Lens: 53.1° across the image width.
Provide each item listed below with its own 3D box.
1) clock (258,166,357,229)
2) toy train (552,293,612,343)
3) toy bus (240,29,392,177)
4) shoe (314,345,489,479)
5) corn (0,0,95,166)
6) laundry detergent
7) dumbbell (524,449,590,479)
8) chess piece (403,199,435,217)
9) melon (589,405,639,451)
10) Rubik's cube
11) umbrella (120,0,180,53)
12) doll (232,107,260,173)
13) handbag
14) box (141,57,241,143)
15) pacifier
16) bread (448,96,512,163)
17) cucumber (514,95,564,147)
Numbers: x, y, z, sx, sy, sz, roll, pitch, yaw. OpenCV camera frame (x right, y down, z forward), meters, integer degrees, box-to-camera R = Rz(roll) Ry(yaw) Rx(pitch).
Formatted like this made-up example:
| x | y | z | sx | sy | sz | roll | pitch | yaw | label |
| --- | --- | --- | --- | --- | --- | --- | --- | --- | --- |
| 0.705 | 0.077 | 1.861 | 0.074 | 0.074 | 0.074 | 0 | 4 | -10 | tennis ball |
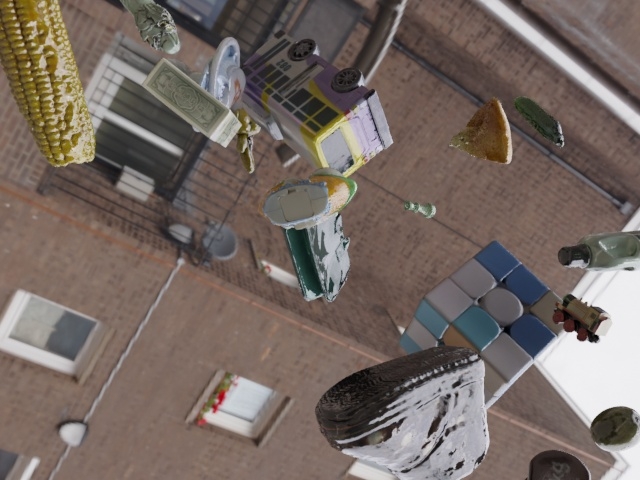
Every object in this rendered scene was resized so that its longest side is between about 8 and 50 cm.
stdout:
| x | y | z | sx | sy | sz | roll | pitch | yaw | label |
| --- | --- | --- | --- | --- | --- | --- | --- | --- | --- |
| -0.028 | -0.086 | 1.300 | 0.230 | 0.103 | 0.144 | -11 | -170 | 25 | clock |
| 0.593 | 0.175 | 1.459 | 0.138 | 0.050 | 0.087 | 46 | -62 | 53 | toy train |
| -0.037 | -0.366 | 1.737 | 0.249 | 0.209 | 0.440 | -40 | -127 | -7 | toy bus |
| 0.165 | 0.353 | 1.199 | 0.171 | 0.384 | 0.237 | -2 | -83 | 51 | shoe |
| -0.463 | -0.298 | 1.054 | 0.120 | 0.363 | 0.120 | -14 | -162 | 4 | corn |
| 0.527 | 0.020 | 1.135 | 0.099 | 0.225 | 0.070 | -122 | -148 | -59 | laundry detergent |
| 0.508 | 0.553 | 1.398 | 0.225 | 0.124 | 0.140 | 73 | 29 | -54 | dumbbell |
| 0.260 | -0.086 | 1.705 | 0.042 | 0.093 | 0.042 | -19 | -114 | 53 | chess piece |
| 0.674 | 0.430 | 1.457 | 0.098 | 0.098 | 0.131 | -86 | -159 | -43 | melon |
| 0.500 | 0.277 | 1.967 | 0.347 | 0.346 | 0.344 | -36 | 159 | -25 | Rubik's cube |
| -0.256 | -0.338 | 0.960 | 0.062 | 0.143 | 0.067 | -30 | 168 | -35 | umbrella |
| -0.229 | -0.320 | 2.043 | 0.137 | 0.097 | 0.210 | -60 | 140 | -74 | doll |
| 0.000 | 0.001 | 1.870 | 0.089 | 0.327 | 0.238 | 2 | -143 | 27 | handbag |
| -0.254 | -0.274 | 1.316 | 0.069 | 0.164 | 0.256 | -52 | -176 | 2 | box |
| -0.301 | -0.409 | 1.593 | 0.279 | 0.207 | 0.228 | -70 | 175 | -54 | pacifier |
| 0.383 | -0.225 | 1.460 | 0.054 | 0.136 | 0.154 | -29 | 166 | -51 | bread |
| 0.375 | -0.201 | 1.083 | 0.037 | 0.037 | 0.155 | -51 | -143 | 25 | cucumber |
